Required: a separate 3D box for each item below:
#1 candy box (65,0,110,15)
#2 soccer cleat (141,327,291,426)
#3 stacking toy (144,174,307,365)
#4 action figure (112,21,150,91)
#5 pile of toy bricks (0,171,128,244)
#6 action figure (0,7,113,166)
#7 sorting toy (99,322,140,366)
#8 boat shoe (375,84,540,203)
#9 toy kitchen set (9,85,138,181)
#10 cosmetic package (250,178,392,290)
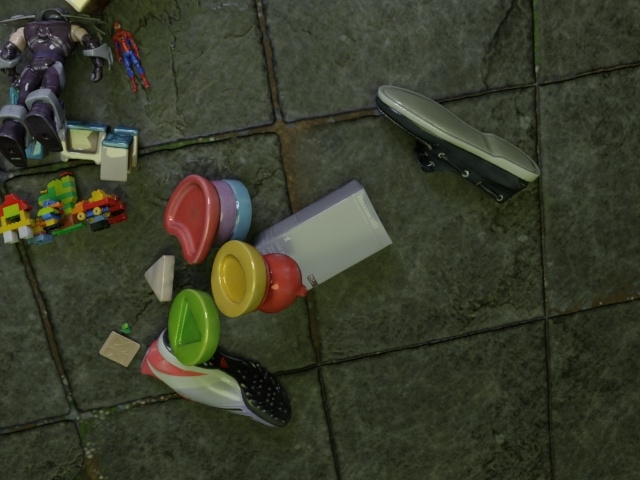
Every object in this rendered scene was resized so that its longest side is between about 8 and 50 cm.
[{"bbox_3d":[-0.281,-0.488,0.988,0.087,0.183,0.316,41,97,-19],"label":"candy box"},{"bbox_3d":[-0.201,0.287,1.303,0.318,0.108,0.116,35,119,-19],"label":"soccer cleat"},{"bbox_3d":[-0.171,0.056,1.155,0.131,0.309,0.279,4,131,-41],"label":"stacking toy"},{"bbox_3d":[-0.326,-0.314,1.120,0.038,0.030,0.115,-18,108,2],"label":"action figure"},{"bbox_3d":[-0.448,-0.067,1.152,0.212,0.118,0.105,-15,81,13],"label":"pile of toy bricks"},{"bbox_3d":[-0.428,-0.260,1.023,0.186,0.284,0.099,-7,149,11],"label":"action figure"},{"bbox_3d":[-0.384,0.201,1.282,0.062,0.012,0.083,32,104,-12],"label":"sorting toy"},{"bbox_3d":[0.234,-0.167,1.212,0.340,0.127,0.113,22,126,-18],"label":"boat shoe"},{"bbox_3d":[-0.410,-0.178,1.075,0.207,0.166,0.122,3,108,-10],"label":"toy kitchen set"},{"bbox_3d":[0.000,0.000,1.233,0.238,0.107,0.127,-30,107,5],"label":"cosmetic package"}]
